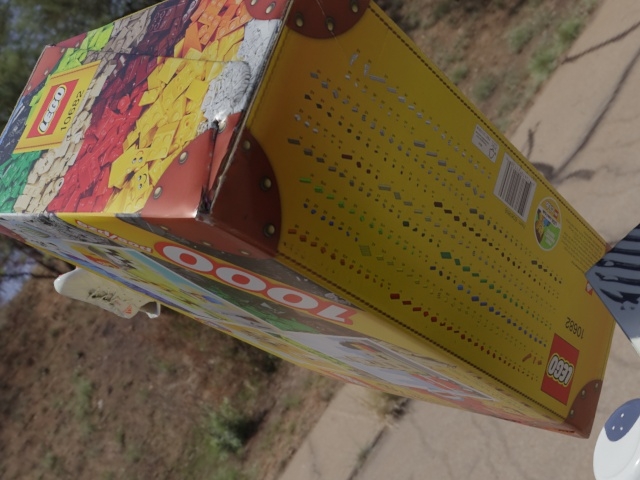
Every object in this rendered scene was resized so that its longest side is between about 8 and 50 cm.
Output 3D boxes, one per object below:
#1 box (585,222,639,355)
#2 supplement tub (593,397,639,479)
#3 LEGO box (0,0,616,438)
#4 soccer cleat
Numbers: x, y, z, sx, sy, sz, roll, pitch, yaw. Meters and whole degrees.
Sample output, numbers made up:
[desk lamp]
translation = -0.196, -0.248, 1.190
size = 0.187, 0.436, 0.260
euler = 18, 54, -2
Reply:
[box]
translation = 0.291, -0.028, 0.389
size = 0.275, 0.113, 0.094
euler = -51, 41, 28
[supplement tub]
translation = 0.663, 0.425, 1.314
size = 0.191, 0.272, 0.191
euler = -63, 0, 0
[LEGO box]
translation = 0.000, 0.000, 0.685
size = 0.372, 0.500, 0.193
euler = 2, 67, 47
[soccer cleat]
translation = -0.298, 0.076, 1.048
size = 0.068, 0.076, 0.196
euler = -26, -17, 21
